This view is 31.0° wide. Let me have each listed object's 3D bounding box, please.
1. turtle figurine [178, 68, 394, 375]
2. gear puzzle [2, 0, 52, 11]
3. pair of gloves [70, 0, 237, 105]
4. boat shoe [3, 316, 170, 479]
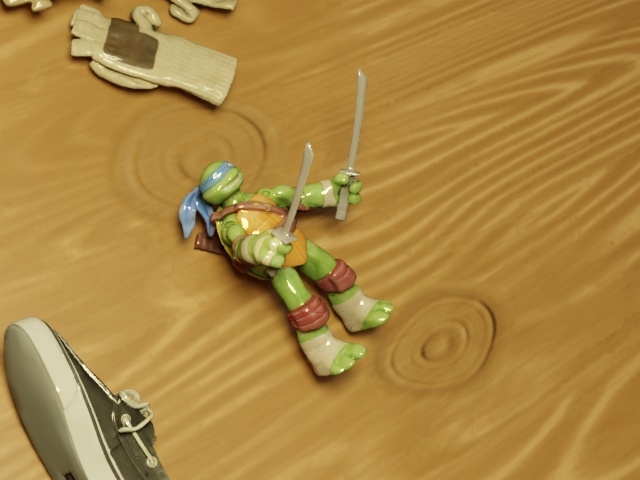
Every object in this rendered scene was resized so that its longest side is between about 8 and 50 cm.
[{"bbox_3d":[0.000,0.000,1.298,0.274,0.198,0.266,-31,106,7],"label":"turtle figurine"},{"bbox_3d":[-0.329,-0.350,1.370,0.339,0.044,0.175,-20,79,-20],"label":"gear puzzle"},{"bbox_3d":[-0.200,-0.280,1.426,0.204,0.042,0.240,13,59,-16],"label":"pair of gloves"},{"bbox_3d":[-0.214,0.206,1.178,0.105,0.113,0.306,-28,87,-39],"label":"boat shoe"}]
